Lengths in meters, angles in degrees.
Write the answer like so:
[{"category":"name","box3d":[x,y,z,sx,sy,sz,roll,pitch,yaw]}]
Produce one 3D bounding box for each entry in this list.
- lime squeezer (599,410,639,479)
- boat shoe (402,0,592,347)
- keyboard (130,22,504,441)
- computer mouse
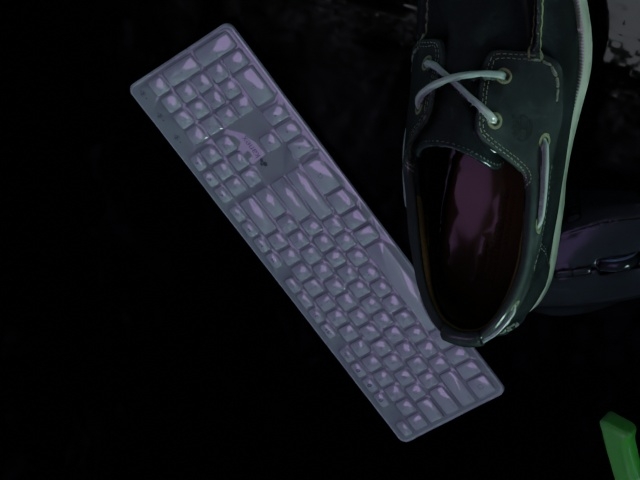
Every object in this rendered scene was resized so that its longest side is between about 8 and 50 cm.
[{"category":"lime squeezer","box3d":[0.173,0.247,1.140,0.110,0.059,0.310,18,125,10]},{"category":"boat shoe","box3d":[0.080,-0.065,0.952,0.084,0.079,0.233,6,105,24]},{"category":"keyboard","box3d":[0.000,0.000,1.080,0.072,0.014,0.256,-28,107,32]},{"category":"computer mouse","box3d":[0.184,0.009,0.999,0.242,0.041,0.071,-2,118,21]}]
